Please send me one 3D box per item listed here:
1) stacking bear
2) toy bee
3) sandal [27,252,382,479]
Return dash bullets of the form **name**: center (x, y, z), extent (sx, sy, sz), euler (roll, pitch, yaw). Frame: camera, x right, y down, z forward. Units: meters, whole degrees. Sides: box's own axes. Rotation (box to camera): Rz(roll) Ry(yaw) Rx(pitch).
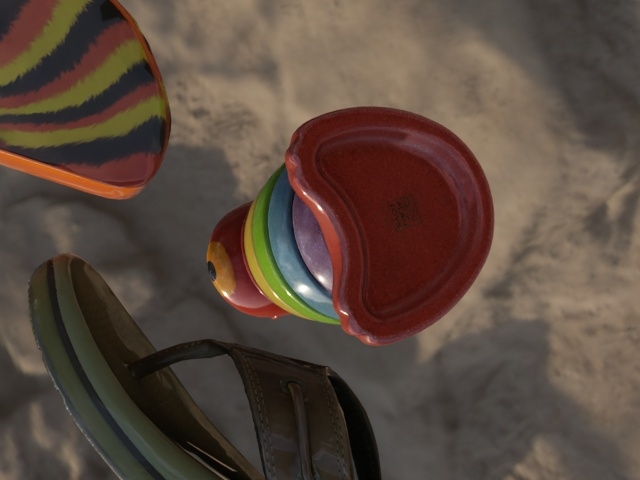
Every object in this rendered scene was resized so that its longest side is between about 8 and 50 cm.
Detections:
- **stacking bear**: center (0.000, 0.000, 1.169), extent (0.289, 0.164, 0.175), euler (-18, 91, 61)
- **toy bee**: center (-0.205, -0.113, 0.598), extent (0.195, 0.298, 0.162), euler (1, 83, 58)
- **sandal**: center (-0.001, 0.105, 0.593), extent (0.303, 0.120, 0.086), euler (40, 90, 11)
